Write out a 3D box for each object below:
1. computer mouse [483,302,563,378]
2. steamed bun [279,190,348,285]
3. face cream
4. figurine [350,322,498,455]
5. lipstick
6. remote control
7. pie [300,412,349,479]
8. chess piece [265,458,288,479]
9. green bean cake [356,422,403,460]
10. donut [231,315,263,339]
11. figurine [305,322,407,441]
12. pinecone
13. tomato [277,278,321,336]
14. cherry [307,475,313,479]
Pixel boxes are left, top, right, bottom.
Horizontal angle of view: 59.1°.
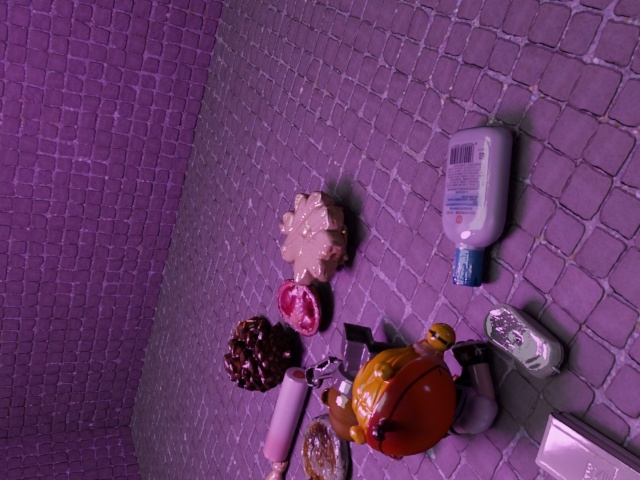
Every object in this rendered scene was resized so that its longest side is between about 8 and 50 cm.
[{"bbox_3d":[0.398,0.192,1.085,0.181,0.056,0.089,45,123,45],"label":"computer mouse"},{"bbox_3d":[0.000,0.000,1.712,0.295,0.137,0.292,7,89,52],"label":"steamed bun"},{"bbox_3d":[0.329,-0.070,1.210,0.163,0.080,0.337,5,90,59],"label":"face cream"},{"bbox_3d":[0.200,0.323,1.141,0.196,0.323,0.320,44,124,53],"label":"figurine"},{"bbox_3d":[-0.112,0.579,1.869,0.087,0.087,0.327,44,124,53],"label":"lipstick"},{"bbox_3d":[0.485,0.395,0.913,0.277,0.055,0.103,30,112,56],"label":"remote control"},{"bbox_3d":[0.011,0.639,1.688,0.240,0.054,0.241,-14,73,56],"label":"pie"},{"bbox_3d":[-0.147,0.797,1.932,0.066,0.066,0.122,40,114,54],"label":"chess piece"},{"bbox_3d":[0.162,0.433,1.326,0.135,0.135,0.056,-64,-10,11],"label":"green bean cake"},{"bbox_3d":[-0.261,0.419,2.130,0.269,0.103,0.270,-7,82,58],"label":"donut"},{"bbox_3d":[0.102,0.384,1.454,0.342,0.167,0.285,30,111,56],"label":"figurine"},{"bbox_3d":[-0.208,0.398,1.893,0.257,0.243,0.243,-39,49,20],"label":"pinecone"},{"bbox_3d":[-0.045,0.202,1.793,0.189,0.099,0.173,35,123,28],"label":"tomato"},{"bbox_3d":[0.019,0.768,1.588,0.225,0.090,0.107,53,150,25],"label":"cherry"}]
